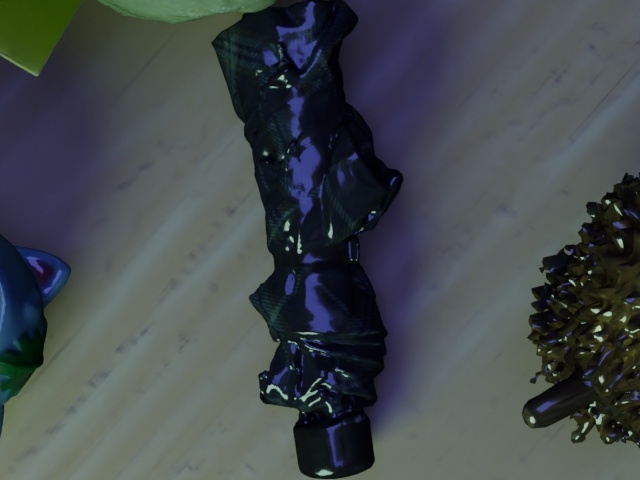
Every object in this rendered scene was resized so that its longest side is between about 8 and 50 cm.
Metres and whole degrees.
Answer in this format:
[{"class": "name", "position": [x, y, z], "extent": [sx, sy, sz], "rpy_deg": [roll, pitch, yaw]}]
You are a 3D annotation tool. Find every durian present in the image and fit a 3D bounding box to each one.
[{"class": "durian", "position": [0.173, 0.035, 0.746], "extent": [0.196, 0.196, 0.167], "rpy_deg": [-25, 85, 3]}]

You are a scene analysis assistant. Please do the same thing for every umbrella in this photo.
[{"class": "umbrella", "position": [0.003, 0.000, 0.830], "extent": [0.071, 0.080, 0.224], "rpy_deg": [-5, 87, -30]}]

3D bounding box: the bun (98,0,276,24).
[{"class": "bun", "position": [-0.039, -0.183, 0.808], "extent": [0.195, 0.118, 0.195], "rpy_deg": [-20, 53, 29]}]

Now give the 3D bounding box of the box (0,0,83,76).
[{"class": "box", "position": [-0.168, -0.196, 0.795], "extent": [0.260, 0.062, 0.175], "rpy_deg": [30, 88, 45]}]

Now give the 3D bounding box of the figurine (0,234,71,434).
[{"class": "figurine", "position": [-0.215, 0.019, 0.814], "extent": [0.178, 0.144, 0.114], "rpy_deg": [29, 85, 19]}]
